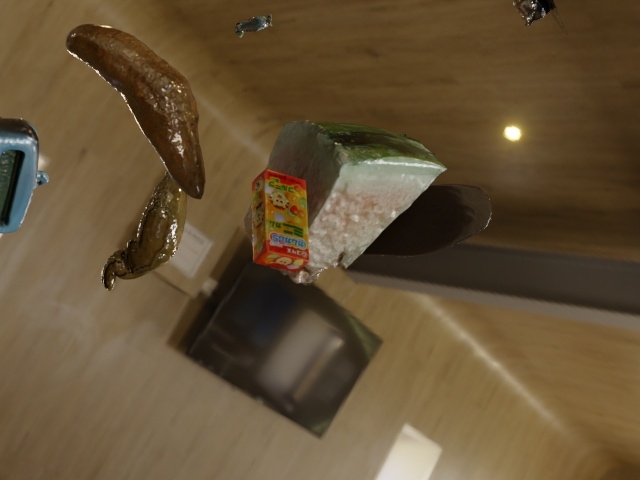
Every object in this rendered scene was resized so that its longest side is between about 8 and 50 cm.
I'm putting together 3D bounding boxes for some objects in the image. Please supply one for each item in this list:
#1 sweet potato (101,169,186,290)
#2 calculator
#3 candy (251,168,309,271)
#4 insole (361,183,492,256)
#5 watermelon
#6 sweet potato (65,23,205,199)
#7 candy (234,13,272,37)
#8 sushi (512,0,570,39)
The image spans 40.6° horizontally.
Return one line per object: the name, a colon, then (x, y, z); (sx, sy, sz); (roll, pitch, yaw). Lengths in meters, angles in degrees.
sweet potato: (-0.336, -0.014, 1.753); (0.124, 0.310, 0.098); (39, 13, 36)
calculator: (-0.469, -0.074, 1.034); (0.293, 0.173, 0.051); (-2, 38, -39)
candy: (-0.050, -0.026, 1.082); (0.062, 0.122, 0.038); (15, -34, -28)
insole: (0.110, -0.024, 1.379); (0.327, 0.111, 0.007); (-8, -18, 19)
watermelon: (0.008, -0.078, 1.278); (0.151, 0.302, 0.264); (40, -1, -31)
sweet potato: (-0.254, -0.218, 1.305); (0.341, 0.114, 0.092); (50, 11, 11)
candy: (-0.115, -0.368, 1.487); (0.083, 0.030, 0.020); (0, 15, 35)
sushi: (0.314, -0.507, 1.502); (0.292, 0.059, 0.294); (51, 19, -39)
